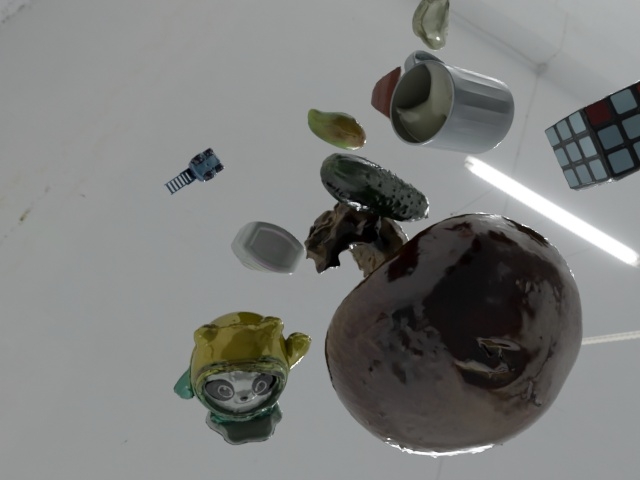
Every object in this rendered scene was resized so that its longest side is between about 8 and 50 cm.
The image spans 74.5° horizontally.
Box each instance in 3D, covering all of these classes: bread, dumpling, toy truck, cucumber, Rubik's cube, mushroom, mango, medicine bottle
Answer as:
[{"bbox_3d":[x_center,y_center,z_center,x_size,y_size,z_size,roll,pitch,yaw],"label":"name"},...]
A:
[{"bbox_3d":[0.231,-0.520,1.518,0.067,0.119,0.192,-4,-80,-54],"label":"bread"},{"bbox_3d":[0.389,-0.769,1.492,0.134,0.169,0.100,9,-127,21],"label":"dumpling"},{"bbox_3d":[-0.281,-0.152,0.941,0.063,0.074,0.136,60,-141,-18],"label":"toy truck"},{"bbox_3d":[0.083,-0.062,0.567,0.227,0.069,0.069,15,-116,-45],"label":"cucumber"},{"bbox_3d":[0.604,-0.213,0.877,0.162,0.160,0.163,-23,-92,3],"label":"Rubik's cube"},{"bbox_3d":[0.143,0.113,0.597,0.334,0.356,0.331,46,-107,-31],"label":"mushroom"},{"bbox_3d":[0.056,-0.401,1.497,0.233,0.125,0.111,30,-147,0],"label":"mango"},{"bbox_3d":[-0.151,0.026,1.109,0.161,0.296,0.111,31,-101,-15],"label":"medicine bottle"}]

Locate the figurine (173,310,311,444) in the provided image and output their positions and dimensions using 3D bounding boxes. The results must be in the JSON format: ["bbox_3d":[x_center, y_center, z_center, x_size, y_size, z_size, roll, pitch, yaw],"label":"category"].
[{"bbox_3d":[-0.187,0.312,1.008,0.324,0.340,0.231,-2,-144,-12],"label":"figurine"}]

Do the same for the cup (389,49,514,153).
[{"bbox_3d":[0.392,-0.426,1.282,0.327,0.237,0.322,-5,-111,-36],"label":"cup"}]
